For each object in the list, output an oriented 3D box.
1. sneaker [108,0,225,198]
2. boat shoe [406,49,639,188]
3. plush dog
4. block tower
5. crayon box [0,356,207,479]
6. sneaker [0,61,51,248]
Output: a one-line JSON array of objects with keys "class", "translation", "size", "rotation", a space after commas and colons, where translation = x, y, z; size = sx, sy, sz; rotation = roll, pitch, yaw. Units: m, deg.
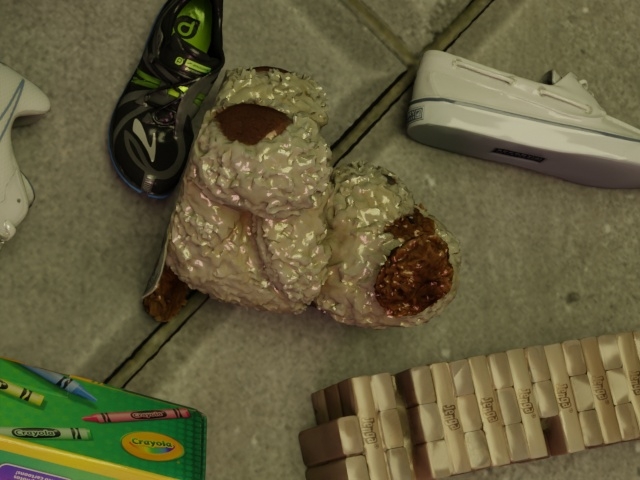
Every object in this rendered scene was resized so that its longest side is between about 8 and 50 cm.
[{"class": "sneaker", "translation": [-0.119, -0.124, 1.156], "size": [0.067, 0.078, 0.188], "rotation": [19, 71, -14]}, {"class": "boat shoe", "translation": [0.202, -0.107, 1.261], "size": [0.258, 0.095, 0.084], "rotation": [13, 77, -18]}, {"class": "plush dog", "translation": [0.000, 0.000, 1.114], "size": [0.225, 0.262, 0.210], "rotation": [19, 104, -5]}, {"class": "block tower", "translation": [0.155, 0.137, 1.182], "size": [0.335, 0.097, 0.091], "rotation": [-8, 80, -23]}, {"class": "crayon box", "translation": [-0.235, 0.164, 0.988], "size": [0.278, 0.165, 0.081], "rotation": [17, 31, -16]}, {"class": "sneaker", "translation": [-0.278, -0.013, 1.058], "size": [0.129, 0.111, 0.297], "rotation": [20, 71, -20]}]
